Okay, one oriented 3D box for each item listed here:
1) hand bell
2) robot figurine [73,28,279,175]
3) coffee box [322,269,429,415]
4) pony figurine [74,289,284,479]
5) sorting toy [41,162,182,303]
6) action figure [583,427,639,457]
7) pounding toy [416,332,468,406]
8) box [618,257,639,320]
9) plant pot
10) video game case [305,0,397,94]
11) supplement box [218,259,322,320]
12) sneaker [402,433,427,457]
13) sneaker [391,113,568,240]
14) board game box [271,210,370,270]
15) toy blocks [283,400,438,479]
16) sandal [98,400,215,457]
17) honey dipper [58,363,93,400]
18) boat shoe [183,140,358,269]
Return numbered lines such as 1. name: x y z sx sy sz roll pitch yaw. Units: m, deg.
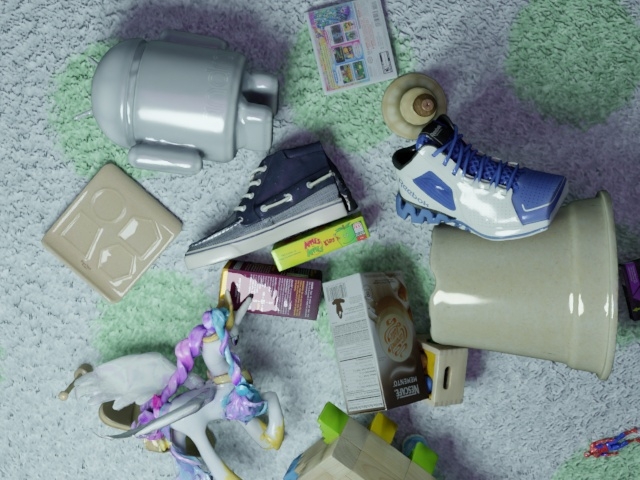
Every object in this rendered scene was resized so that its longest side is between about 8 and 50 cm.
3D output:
1. hand bell: 0.178 -0.239 1.479 0.126 0.242 0.126 0 98 0
2. robot figurine: -0.254 -0.252 1.501 0.353 0.200 0.300 7 60 -1
3. coffee box: 0.102 0.186 1.548 0.098 0.141 0.247 -18 79 40
4. pony figurine: -0.236 0.303 1.528 0.350 0.302 0.364 -25 115 -20
5. sorting toy: -0.402 -0.013 1.623 0.193 0.038 0.208 42 92 -5
6. action figure: 0.582 0.411 1.680 0.115 0.030 0.038 -22 103 5
7. pounding toy: 0.200 0.229 1.604 0.100 0.130 0.141 -1 100 -31
8. box: 0.671 0.080 1.630 0.162 0.029 0.116 -17 98 2
9. plant pot: 0.353 0.078 1.507 0.305 0.334 0.334 0 99 11
10. video game case: 0.058 -0.366 1.574 0.143 0.019 0.157 -14 99 3
11. supplement box: -0.093 0.093 1.598 0.188 0.104 0.081 7 99 -1
12. sneaker: 0.186 0.472 1.668 0.063 0.073 0.162 -3 98 0
13. sneaker: 0.243 -0.113 1.423 0.315 0.127 0.182 7 137 35
14. board game box: 0.000 0.000 1.590 0.181 0.092 0.043 -21 98 3
15. toy blocks: 0.089 0.503 1.604 0.381 0.191 0.261 37 135 -4
16. sandal: -0.332 0.378 1.664 0.240 0.088 0.079 25 134 -18
17. honey dipper: -0.469 0.271 1.598 0.030 0.161 0.031 0 97 0
18. boat shoe: -0.114 -0.069 1.577 0.340 0.127 0.158 -21 91 -5
